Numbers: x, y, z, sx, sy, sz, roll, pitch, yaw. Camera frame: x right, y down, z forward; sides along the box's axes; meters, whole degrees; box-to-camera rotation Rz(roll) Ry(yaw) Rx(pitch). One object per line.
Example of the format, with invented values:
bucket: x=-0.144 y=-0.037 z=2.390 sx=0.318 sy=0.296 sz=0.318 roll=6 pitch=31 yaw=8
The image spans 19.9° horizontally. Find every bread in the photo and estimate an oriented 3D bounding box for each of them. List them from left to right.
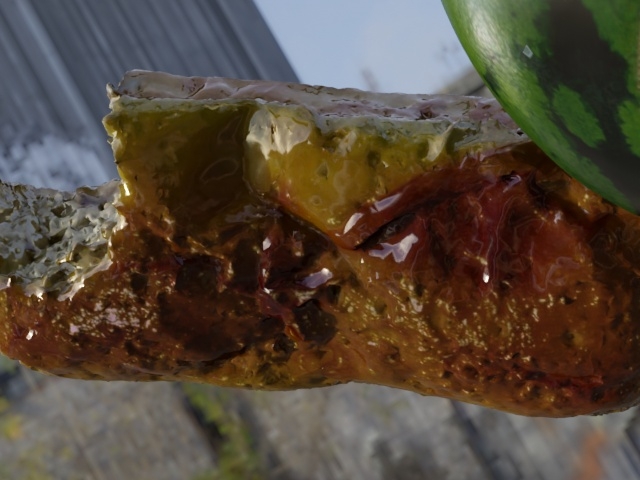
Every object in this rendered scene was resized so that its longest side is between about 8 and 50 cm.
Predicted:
bread: x=0.000 y=0.000 z=0.932 sx=0.380 sy=0.109 sz=0.185 roll=3 pitch=-46 yaw=7

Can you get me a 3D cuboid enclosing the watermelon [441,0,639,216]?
watermelon: x=0.170 y=-0.135 z=0.617 sx=0.285 sy=0.285 sz=0.285 roll=-29 pitch=-11 yaw=-6
